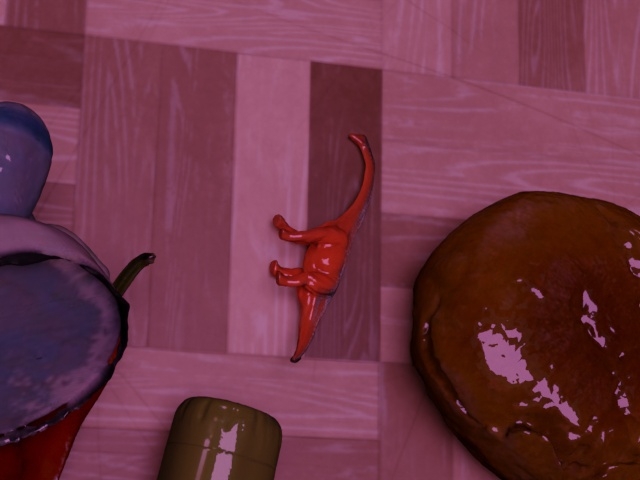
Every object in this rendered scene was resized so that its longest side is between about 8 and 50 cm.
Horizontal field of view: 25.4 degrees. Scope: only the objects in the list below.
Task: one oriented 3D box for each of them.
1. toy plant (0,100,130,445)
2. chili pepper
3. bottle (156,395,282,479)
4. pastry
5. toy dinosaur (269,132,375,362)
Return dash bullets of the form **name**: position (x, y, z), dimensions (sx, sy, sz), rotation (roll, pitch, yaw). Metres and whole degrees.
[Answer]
- **toy plant**: position (-0.336, -0.002, 1.312), dimensions (0.247, 0.247, 0.332), rotation (-18, 49, -19)
- **chili pepper**: position (-0.253, 0.183, 1.353), dimensions (0.092, 0.137, 0.368), rotation (38, 58, -41)
- **bottle**: position (-0.116, 0.288, 1.374), dimensions (0.112, 0.112, 0.260), rotation (17, 73, -11)
- **pastry**: position (0.264, 0.108, 1.499), dimensions (0.356, 0.164, 0.356), rotation (3, 75, -12)
- **toy dinosaur**: position (-0.003, 0.001, 1.509), dimensions (0.101, 0.055, 0.280), rotation (18, 71, -21)
